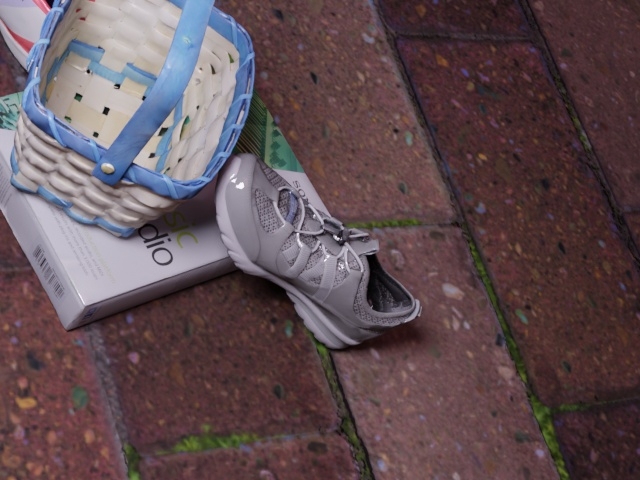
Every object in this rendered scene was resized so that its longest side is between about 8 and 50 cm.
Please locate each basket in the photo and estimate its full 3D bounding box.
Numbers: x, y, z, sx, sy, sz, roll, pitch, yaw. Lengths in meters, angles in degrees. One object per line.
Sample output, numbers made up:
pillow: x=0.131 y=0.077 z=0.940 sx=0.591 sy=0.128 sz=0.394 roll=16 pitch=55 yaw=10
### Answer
basket: x=-0.152 y=-0.159 z=1.399 sx=0.201 sy=0.289 sz=0.255 roll=24 pitch=54 yaw=-11

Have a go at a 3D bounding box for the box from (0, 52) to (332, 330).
box: x=-0.168 y=-0.064 z=1.561 sx=0.322 sy=0.058 sz=0.232 roll=-20 pitch=73 yaw=-41

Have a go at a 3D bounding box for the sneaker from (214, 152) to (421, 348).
sneaker: x=0.000 y=0.000 z=1.513 sx=0.281 sy=0.115 sz=0.105 roll=45 pitch=42 yaw=-43

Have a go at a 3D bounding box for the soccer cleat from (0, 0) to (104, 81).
soccer cleat: x=-0.325 y=-0.295 z=1.570 sx=0.318 sy=0.116 sz=0.108 roll=47 pitch=47 yaw=2
